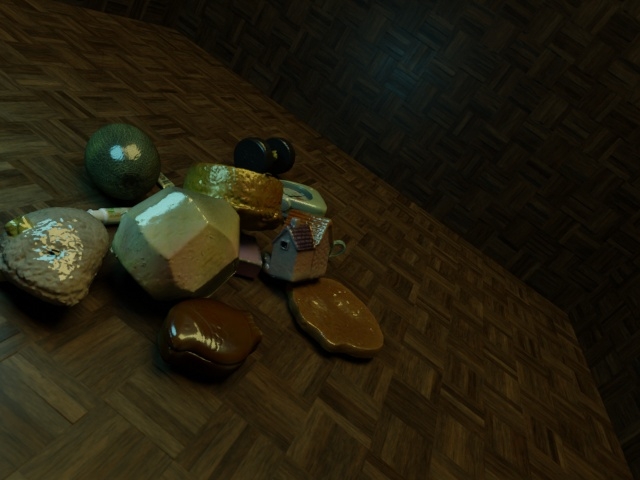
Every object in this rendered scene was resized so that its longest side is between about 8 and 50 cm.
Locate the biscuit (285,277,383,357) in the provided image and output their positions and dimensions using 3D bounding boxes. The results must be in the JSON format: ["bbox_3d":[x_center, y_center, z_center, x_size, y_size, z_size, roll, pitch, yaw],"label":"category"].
[{"bbox_3d":[0.051,0.278,1.659,0.365,0.062,0.385,12,30,-37],"label":"biscuit"}]

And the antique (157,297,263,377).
[{"bbox_3d":[-0.294,0.258,1.192,0.278,0.129,0.223,2,40,-50],"label":"antique"}]

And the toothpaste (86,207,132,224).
[{"bbox_3d":[-0.625,-0.085,1.495,0.056,0.058,0.314,-3,3,28],"label":"toothpaste"}]

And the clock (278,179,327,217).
[{"bbox_3d":[-0.146,-0.194,2.166,0.325,0.108,0.265,11,27,-21],"label":"clock"}]

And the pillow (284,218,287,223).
[{"bbox_3d":[-0.107,-0.090,2.164,0.135,0.034,0.211,28,24,-9],"label":"pillow"}]

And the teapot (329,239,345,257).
[{"bbox_3d":[0.000,0.000,1.999,0.232,0.159,0.159,29,25,-13],"label":"teapot"}]

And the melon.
[{"bbox_3d":[-0.677,-0.275,1.547,0.238,0.237,0.301,11,31,-41],"label":"melon"}]

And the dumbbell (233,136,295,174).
[{"bbox_3d":[-0.286,-0.435,2.358,0.204,0.203,0.322,40,25,11],"label":"dumbbell"}]

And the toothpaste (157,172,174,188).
[{"bbox_3d":[-0.680,-0.284,1.795,0.239,0.039,0.062,40,29,8],"label":"toothpaste"}]

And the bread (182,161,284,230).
[{"bbox_3d":[-0.329,-0.151,1.653,0.399,0.215,0.398,12,0,0],"label":"bread"}]

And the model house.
[{"bbox_3d":[-0.094,0.011,1.681,0.203,0.237,0.237,20,14,33],"label":"model house"}]

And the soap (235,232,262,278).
[{"bbox_3d":[-0.345,0.029,1.598,0.260,0.081,0.181,17,29,-31],"label":"soap"}]

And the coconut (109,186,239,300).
[{"bbox_3d":[-0.388,0.005,1.288,0.353,0.352,0.352,28,26,-15],"label":"coconut"}]

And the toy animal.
[{"bbox_3d":[-0.653,0.013,1.118,0.227,0.188,0.358,20,19,-19],"label":"toy animal"}]
